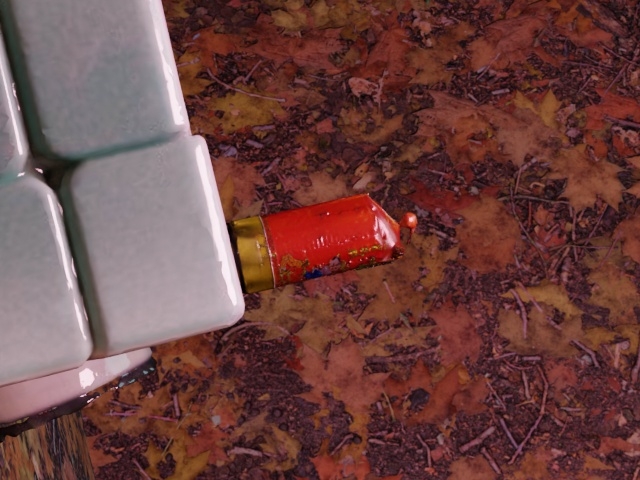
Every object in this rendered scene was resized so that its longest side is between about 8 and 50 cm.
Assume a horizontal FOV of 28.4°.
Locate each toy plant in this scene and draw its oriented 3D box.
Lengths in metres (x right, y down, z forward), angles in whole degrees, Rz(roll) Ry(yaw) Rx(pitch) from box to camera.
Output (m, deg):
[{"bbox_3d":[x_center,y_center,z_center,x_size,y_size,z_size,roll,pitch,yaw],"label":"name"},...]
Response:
[{"bbox_3d":[-0.353,0.043,1.489,0.247,0.247,0.332,-159,-132,-83],"label":"toy plant"}]

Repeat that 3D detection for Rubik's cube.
[{"bbox_3d":[-0.241,-0.071,0.777,0.319,0.322,0.315,-168,-117,-82],"label":"Rubik's cube"}]

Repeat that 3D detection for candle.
[{"bbox_3d":[0.000,0.000,0.826,0.052,0.131,0.052,168,-90,-83],"label":"candle"}]
